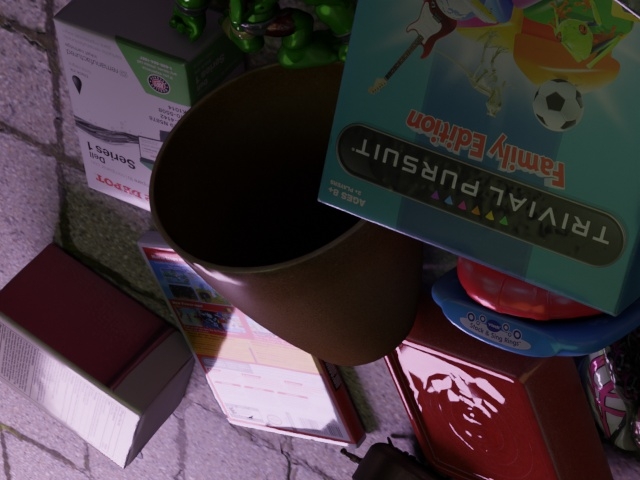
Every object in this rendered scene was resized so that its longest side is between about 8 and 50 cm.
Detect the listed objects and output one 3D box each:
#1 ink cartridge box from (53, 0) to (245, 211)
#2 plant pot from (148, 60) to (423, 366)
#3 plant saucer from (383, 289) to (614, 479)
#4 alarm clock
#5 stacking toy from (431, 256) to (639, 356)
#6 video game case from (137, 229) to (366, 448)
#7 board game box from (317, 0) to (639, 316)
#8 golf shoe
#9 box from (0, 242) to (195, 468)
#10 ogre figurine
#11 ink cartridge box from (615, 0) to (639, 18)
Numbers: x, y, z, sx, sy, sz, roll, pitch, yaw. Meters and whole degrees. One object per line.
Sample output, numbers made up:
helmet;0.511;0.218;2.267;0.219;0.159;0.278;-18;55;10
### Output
ink cartridge box;-0.157;-0.130;1.463;0.160;0.092;0.219;21;139;24
plant pot;0.000;0.000;1.382;0.237;0.237;0.254;15;152;30
plant saucer;0.163;0.172;1.489;0.259;0.048;0.258;18;140;47
alarm clock;0.114;0.278;1.626;0.129;0.064;0.192;35;179;-41
stacking toy;0.188;-0.071;1.204;0.175;0.166;0.301;20;125;39
video game case;-0.077;0.113;1.701;0.204;0.025;0.285;6;132;38
board game box;0.152;-0.147;1.080;0.254;0.079;0.336;22;114;23
golf shoe;0.264;0.126;1.381;0.086;0.067;0.186;6;132;39
box;-0.283;0.140;1.823;0.232;0.127;0.148;34;143;8
ogre figurine;-0.046;-0.208;1.288;0.197;0.097;0.118;33;156;29
ink cartridge box;0.364;-0.193;0.877;0.307;0.072;0.303;37;118;9
